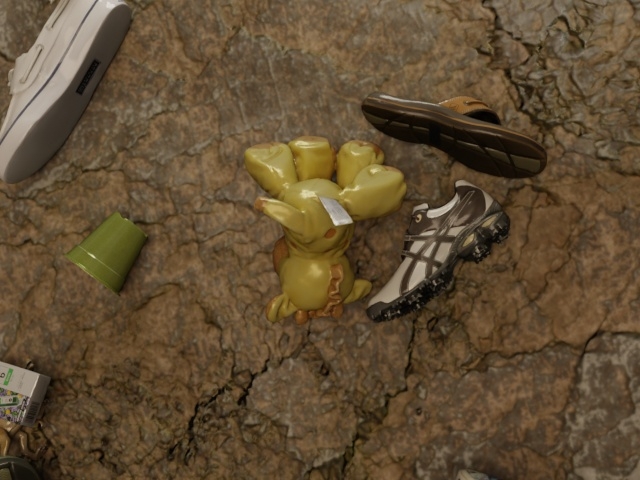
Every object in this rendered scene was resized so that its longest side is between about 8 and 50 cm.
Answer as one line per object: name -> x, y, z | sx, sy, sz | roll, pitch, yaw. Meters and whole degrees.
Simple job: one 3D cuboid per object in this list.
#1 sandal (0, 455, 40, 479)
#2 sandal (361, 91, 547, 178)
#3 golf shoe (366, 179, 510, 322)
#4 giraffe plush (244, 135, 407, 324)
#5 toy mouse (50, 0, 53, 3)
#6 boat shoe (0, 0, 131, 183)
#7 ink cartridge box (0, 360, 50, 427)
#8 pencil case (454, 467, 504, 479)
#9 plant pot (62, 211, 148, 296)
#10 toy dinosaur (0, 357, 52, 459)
sandal -> -0.390, 0.395, 1.152 | 0.086, 0.120, 0.303 | 14, 97, 46
sandal -> 0.156, -0.133, 1.110 | 0.219, 0.090, 0.060 | 19, 69, 14
golf shoe -> 0.120, 0.013, 1.110 | 0.198, 0.077, 0.094 | -39, 73, -2
giraffe plush -> 0.000, 0.000, 1.088 | 0.181, 0.210, 0.170 | 3, 122, -3
toy mouse -> -0.323, -0.349, 1.179 | 0.143, 0.031, 0.161 | 13, 74, 38
boat shoe -> -0.327, -0.191, 1.165 | 0.084, 0.095, 0.258 | 30, 82, 11
ink cartridge box -> -0.384, 0.176, 1.155 | 0.115, 0.029, 0.063 | 13, 77, 20
pencil case -> 0.134, 0.436, 1.036 | 0.160, 0.183, 0.410 | 29, 91, 8
plant pot -> -0.248, 0.011, 1.153 | 0.083, 0.083, 0.079 | 36, 81, 7
toy dinosaur -> -0.383, 0.235, 1.181 | 0.092, 0.053, 0.183 | 34, 85, 22
